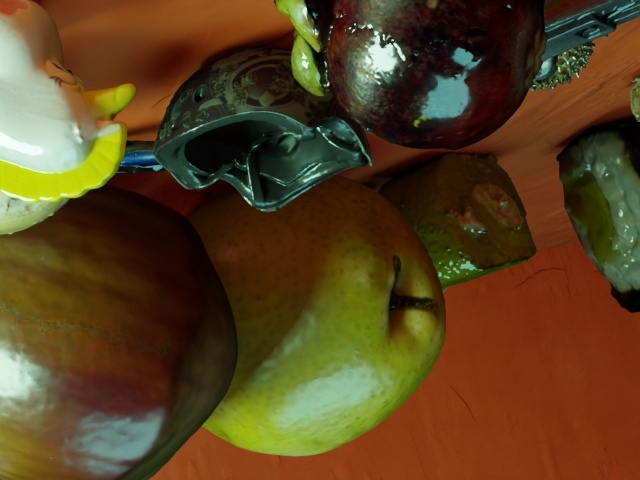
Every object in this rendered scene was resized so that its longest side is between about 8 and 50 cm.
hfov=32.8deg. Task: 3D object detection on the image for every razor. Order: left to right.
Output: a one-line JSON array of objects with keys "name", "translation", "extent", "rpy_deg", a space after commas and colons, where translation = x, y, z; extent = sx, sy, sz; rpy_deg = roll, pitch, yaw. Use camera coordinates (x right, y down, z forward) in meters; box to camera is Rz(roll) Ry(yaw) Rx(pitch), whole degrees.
[{"name": "razor", "translation": [-0.277, -0.054, 0.955], "extent": [0.324, 0.056, 0.093], "rpy_deg": [-14, -148, -15]}]

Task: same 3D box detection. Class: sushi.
[{"name": "sushi", "translation": [0.558, -0.057, 1.686], "extent": [0.294, 0.300, 0.281], "rpy_deg": [-15, -173, -17]}]

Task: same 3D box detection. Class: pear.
[{"name": "pear", "translation": [-0.042, 0.090, 1.356], "extent": [0.362, 0.363, 0.418], "rpy_deg": [-9, 178, -40]}]

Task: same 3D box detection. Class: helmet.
[{"name": "helmet", "translation": [-0.047, -0.104, 0.893], "extent": [0.176, 0.107, 0.153], "rpy_deg": [18, 153, -41]}]

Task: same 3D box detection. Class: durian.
[{"name": "durian", "translation": [0.207, -0.175, 1.021], "extent": [0.110, 0.071, 0.140], "rpy_deg": [-13, 176, -16]}]

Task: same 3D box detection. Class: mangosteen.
[{"name": "mangosteen", "translation": [0.052, -0.140, 0.687], "extent": [0.180, 0.166, 0.166], "rpy_deg": [8, 178, 15]}]

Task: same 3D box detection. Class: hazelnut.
[{"name": "hazelnut", "translation": [-0.259, 0.098, 1.081], "extent": [0.365, 0.366, 0.366], "rpy_deg": [-16, 172, -2]}]

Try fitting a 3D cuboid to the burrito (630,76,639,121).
[{"name": "burrito", "translation": [0.484, -0.207, 1.353], "extent": [0.226, 0.060, 0.087], "rpy_deg": [-20, 176, 29]}]

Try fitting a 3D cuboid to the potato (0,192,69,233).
[{"name": "potato", "translation": [-0.232, -0.059, 0.793], "extent": [0.118, 0.109, 0.178], "rpy_deg": [-5, -177, -29]}]

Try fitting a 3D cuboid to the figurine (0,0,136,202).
[{"name": "figurine", "translation": [-0.199, -0.078, 0.668], "extent": [0.178, 0.130, 0.109], "rpy_deg": [-16, 168, 2]}]

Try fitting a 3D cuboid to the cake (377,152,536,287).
[{"name": "cake", "translation": [0.201, -0.030, 1.595], "extent": [0.156, 0.179, 0.260], "rpy_deg": [-21, 174, 34]}]

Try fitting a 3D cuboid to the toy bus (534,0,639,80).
[{"name": "toy bus", "translation": [0.179, -0.186, 0.760], "extent": [0.268, 0.106, 0.092], "rpy_deg": [-19, 172, 33]}]

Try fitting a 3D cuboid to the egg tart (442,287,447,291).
[{"name": "egg tart", "translation": [0.120, 0.040, 1.852], "extent": [0.288, 0.288, 0.118], "rpy_deg": [-23, 127, 40]}]
